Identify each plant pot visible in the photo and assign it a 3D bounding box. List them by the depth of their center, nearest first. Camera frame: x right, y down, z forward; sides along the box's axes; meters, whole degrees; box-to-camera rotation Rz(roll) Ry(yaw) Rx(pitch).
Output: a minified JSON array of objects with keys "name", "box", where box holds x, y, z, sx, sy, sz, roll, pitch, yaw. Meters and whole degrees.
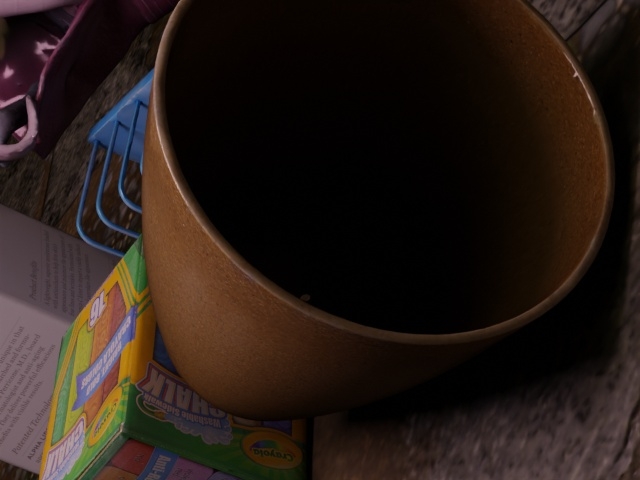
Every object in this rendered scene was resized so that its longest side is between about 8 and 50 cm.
[{"name":"plant pot","box":[0.000,0.000,0.913,0.254,0.237,0.237,121,163,-57]}]

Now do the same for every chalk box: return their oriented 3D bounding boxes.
[{"name":"chalk box","box":[-0.095,0.129,1.058,0.132,0.132,0.213,-48,28,37]}]

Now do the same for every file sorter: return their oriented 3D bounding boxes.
[{"name":"file sorter","box":[-0.102,-0.055,1.288,0.170,0.118,0.104,-34,40,52]}]

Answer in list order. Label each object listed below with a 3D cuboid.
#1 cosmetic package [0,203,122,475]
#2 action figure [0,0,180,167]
[{"name":"cosmetic package","box":[-0.263,0.079,1.414,0.151,0.184,0.151,-56,23,21]},{"name":"action figure","box":[-0.171,-0.243,1.413,0.370,0.248,0.276,-33,2,1]}]
